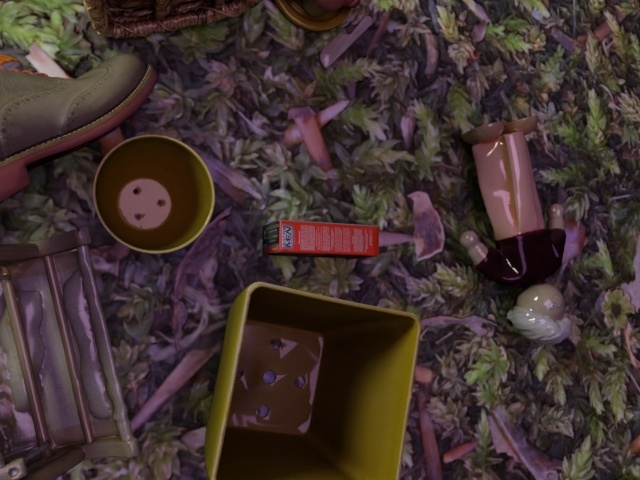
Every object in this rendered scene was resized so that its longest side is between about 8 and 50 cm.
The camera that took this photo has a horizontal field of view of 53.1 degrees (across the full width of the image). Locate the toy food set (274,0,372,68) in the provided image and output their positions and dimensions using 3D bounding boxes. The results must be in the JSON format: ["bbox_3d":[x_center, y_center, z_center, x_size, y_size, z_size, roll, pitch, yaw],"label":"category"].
[{"bbox_3d":[-0.003,-0.367,0.882,0.128,0.071,0.218,-41,102,-21],"label":"toy food set"}]

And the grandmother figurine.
[{"bbox_3d":[0.303,-0.008,0.972,0.207,0.104,0.343,-14,88,-15],"label":"grandmother figurine"}]

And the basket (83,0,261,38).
[{"bbox_3d":[-0.129,-0.341,0.694,0.213,0.299,0.223,16,78,-11],"label":"basket"}]

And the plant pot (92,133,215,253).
[{"bbox_3d":[-0.201,-0.048,0.755,0.134,0.095,0.134,2,85,-23],"label":"plant pot"}]

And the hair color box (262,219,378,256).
[{"bbox_3d":[0.000,0.000,0.852,0.141,0.072,0.043,3,84,-22],"label":"hair color box"}]

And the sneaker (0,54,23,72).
[{"bbox_3d":[-0.417,-0.103,0.680,0.262,0.099,0.121,-50,145,-34],"label":"sneaker"}]

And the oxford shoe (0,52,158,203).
[{"bbox_3d":[-0.297,-0.138,0.648,0.130,0.122,0.348,60,37,-20],"label":"oxford shoe"}]

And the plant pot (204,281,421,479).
[{"bbox_3d":[-0.032,0.173,0.760,0.212,0.187,0.212,14,80,-23],"label":"plant pot"}]

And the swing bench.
[{"bbox_3d":[-0.342,0.135,0.627,0.254,0.165,0.254,-12,89,-61],"label":"swing bench"}]
